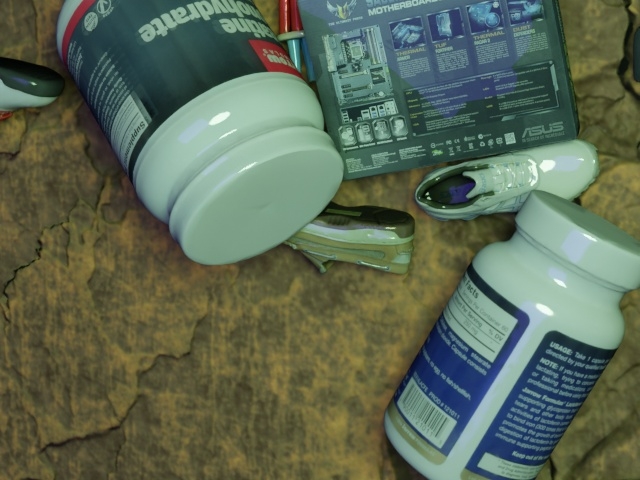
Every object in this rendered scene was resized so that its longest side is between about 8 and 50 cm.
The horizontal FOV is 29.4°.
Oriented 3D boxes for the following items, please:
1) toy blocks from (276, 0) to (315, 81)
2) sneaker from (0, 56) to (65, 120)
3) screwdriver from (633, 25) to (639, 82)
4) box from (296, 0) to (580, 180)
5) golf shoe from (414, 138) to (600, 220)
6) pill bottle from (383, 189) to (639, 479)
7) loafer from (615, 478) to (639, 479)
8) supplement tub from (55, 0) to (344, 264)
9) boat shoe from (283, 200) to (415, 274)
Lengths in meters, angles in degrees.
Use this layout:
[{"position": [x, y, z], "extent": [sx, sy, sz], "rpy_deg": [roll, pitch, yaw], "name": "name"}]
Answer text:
[{"position": [0.012, -0.234, 1.197], "extent": [0.123, 0.054, 0.148], "rpy_deg": [-5, 95, 20], "name": "toy blocks"}, {"position": [-0.402, -0.136, 1.352], "extent": [0.270, 0.090, 0.145], "rpy_deg": [13, 101, 23], "name": "sneaker"}, {"position": [0.296, -0.222, 1.081], "extent": [0.025, 0.024, 0.170], "rpy_deg": [13, 116, 23], "name": "screwdriver"}, {"position": [0.110, -0.166, 1.135], "extent": [0.232, 0.059, 0.183], "rpy_deg": [-10, 105, 16], "name": "box"}, {"position": [0.171, -0.052, 1.136], "extent": [0.176, 0.086, 0.069], "rpy_deg": [-15, 88, 20], "name": "golf shoe"}, {"position": [0.181, 0.096, 1.110], "extent": [0.153, 0.153, 0.265], "rpy_deg": [33, 106, 15], "name": "pill bottle"}, {"position": [0.232, 0.282, 1.142], "extent": [0.268, 0.092, 0.102], "rpy_deg": [-7, 93, 22], "name": "loafer"}, {"position": [-0.115, -0.133, 1.154], "extent": [0.191, 0.191, 0.272], "rpy_deg": [-41, 65, 20], "name": "supplement tub"}, {"position": [0.000, 0.000, 1.223], "extent": [0.190, 0.068, 0.072], "rpy_deg": [11, 115, 22], "name": "boat shoe"}]
